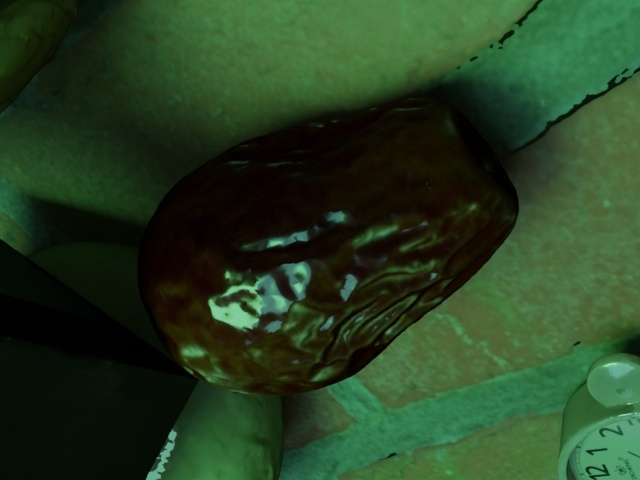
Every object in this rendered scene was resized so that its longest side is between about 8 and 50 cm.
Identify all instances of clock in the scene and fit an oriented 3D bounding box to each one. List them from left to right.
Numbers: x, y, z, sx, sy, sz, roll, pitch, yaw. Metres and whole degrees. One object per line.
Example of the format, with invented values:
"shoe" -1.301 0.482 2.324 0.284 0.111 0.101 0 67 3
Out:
"clock" 0.267 0.165 0.656 0.156 0.063 0.229 -18 119 30

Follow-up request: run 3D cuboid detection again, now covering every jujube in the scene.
"jujube" 0.000 0.000 0.571 0.255 0.190 0.190 -31 109 23

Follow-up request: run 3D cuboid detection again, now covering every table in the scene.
"table" -0.288 0.094 0.559 0.282 0.196 0.251 27 180 32

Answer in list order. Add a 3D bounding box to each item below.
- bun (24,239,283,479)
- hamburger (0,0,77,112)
"bun" -0.213 0.177 0.775 0.361 0.213 0.361 12 126 17
"hamburger" -0.291 -0.153 0.512 0.260 0.283 0.144 22 146 19
